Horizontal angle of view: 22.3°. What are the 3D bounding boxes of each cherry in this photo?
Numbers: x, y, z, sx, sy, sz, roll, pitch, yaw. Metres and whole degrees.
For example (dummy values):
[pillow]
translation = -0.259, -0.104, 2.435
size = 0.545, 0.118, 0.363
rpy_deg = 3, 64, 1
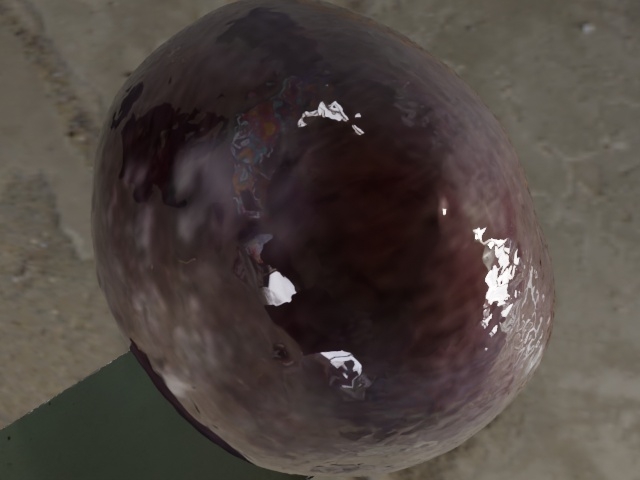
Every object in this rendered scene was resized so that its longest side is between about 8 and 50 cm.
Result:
[cherry]
translation = 0.000, 0.000, 0.690
size = 0.183, 0.266, 0.213
rpy_deg = -43, 93, -17

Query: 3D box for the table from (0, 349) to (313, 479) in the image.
[table]
translation = -0.084, 0.120, 0.974
size = 0.240, 0.111, 0.121
rpy_deg = -31, 86, -19
